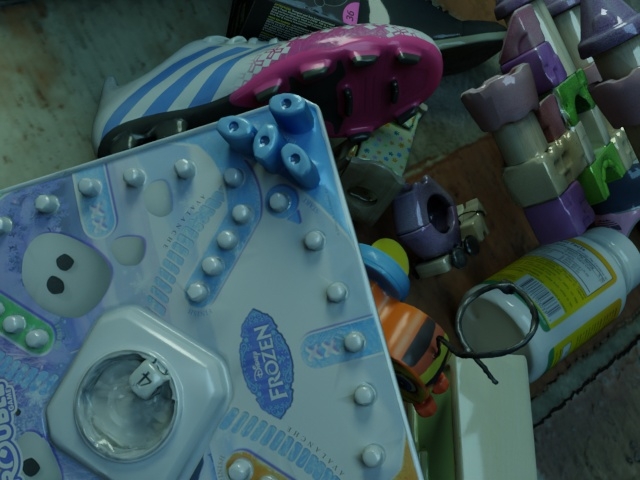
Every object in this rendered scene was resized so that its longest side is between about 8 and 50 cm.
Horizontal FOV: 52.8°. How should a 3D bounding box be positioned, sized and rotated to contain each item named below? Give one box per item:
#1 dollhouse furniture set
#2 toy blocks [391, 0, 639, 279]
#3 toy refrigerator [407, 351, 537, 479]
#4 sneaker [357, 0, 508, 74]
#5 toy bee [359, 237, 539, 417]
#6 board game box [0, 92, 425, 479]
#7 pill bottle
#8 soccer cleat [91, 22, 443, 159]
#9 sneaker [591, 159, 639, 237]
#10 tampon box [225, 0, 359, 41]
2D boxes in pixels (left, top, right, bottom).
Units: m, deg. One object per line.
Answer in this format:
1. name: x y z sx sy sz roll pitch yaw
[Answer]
1. dollhouse furniture set: 0.023 -0.139 0.690 0.160 0.101 0.182 23 59 -6
2. toy blocks: 0.218 -0.158 0.661 0.288 0.308 0.260 -36 100 -44
3. toy refrigerator: 0.145 0.251 0.631 0.094 0.102 0.270 6 73 -21
4. sneaker: 0.131 -0.271 0.790 0.221 0.083 0.118 -13 79 -24
5. toy bee: 0.043 0.098 0.579 0.195 0.298 0.162 -37 129 -11
6. board game box: -0.142 0.120 0.473 0.389 0.050 0.390 -16 80 5
7. pill bottle: 0.264 0.064 0.727 0.208 0.117 0.118 -27 86 -26
8. soccer cleat: -0.058 -0.152 0.603 0.331 0.116 0.143 -16 54 0
9. sneaker: 0.489 -0.064 0.878 0.318 0.112 0.131 -3 92 -20
10. tampon box: -0.031 -0.239 0.670 0.101 0.161 0.121 14 70 -18
